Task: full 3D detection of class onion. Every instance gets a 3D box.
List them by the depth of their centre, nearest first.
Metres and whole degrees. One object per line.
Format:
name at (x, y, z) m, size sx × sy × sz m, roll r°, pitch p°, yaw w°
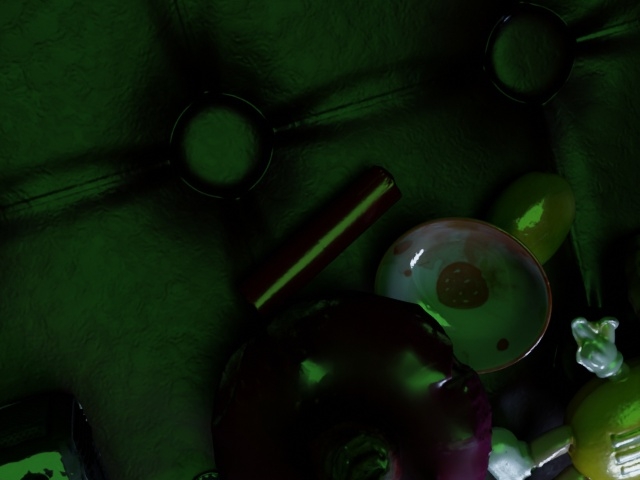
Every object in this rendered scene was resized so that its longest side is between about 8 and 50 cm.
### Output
onion at (0.044, 0.277, 1.242) m, size 0.398 × 0.420 × 0.399 m, roll 0°, pitch 102°, yaw -1°

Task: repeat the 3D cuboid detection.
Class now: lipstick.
lipstick at (0.001, 0.001, 1.373) m, size 0.279 × 0.073 × 0.073 m, roll -42°, pitch 105°, yaw -5°

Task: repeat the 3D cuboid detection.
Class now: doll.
doll at (0.448, 0.292, 1.475) m, size 0.348 × 0.161 × 0.423 m, roll 27°, pitch 106°, yaw -22°

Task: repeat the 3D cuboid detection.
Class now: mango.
mango at (0.314, -0.017, 1.437) m, size 0.130 × 0.092 × 0.195 m, roll 20°, pitch 102°, yaw -17°

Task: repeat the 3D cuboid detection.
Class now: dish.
dish at (0.216, 0.069, 1.398) m, size 0.260 × 0.085 × 0.260 m, roll 7°, pitch 117°, yaw 14°

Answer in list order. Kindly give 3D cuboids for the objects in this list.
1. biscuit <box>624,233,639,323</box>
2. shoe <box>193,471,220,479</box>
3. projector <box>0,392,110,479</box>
biscuit at (0.597, 0.127, 1.421) m, size 0.335 × 0.329 × 0.078 m, roll 34°, pitch 128°, yaw 0°
shoe at (-0.130, 0.416, 1.412) m, size 0.062 × 0.053 × 0.159 m, roll -38°, pitch 107°, yaw -2°
projector at (-0.456, 0.458, 1.243) m, size 0.405 × 0.242 × 0.395 m, roll -19°, pitch 101°, yaw -11°
